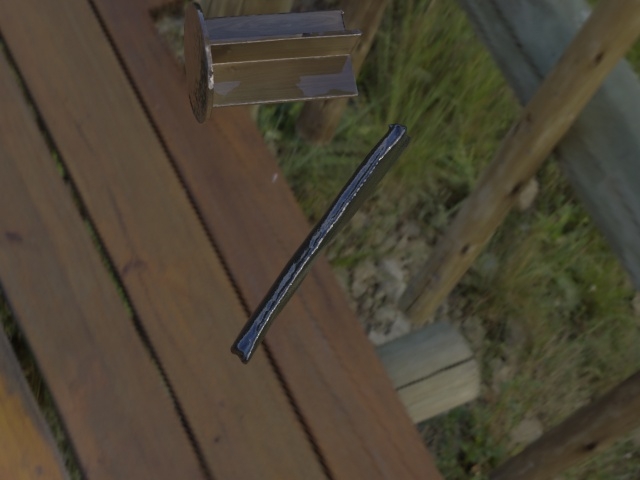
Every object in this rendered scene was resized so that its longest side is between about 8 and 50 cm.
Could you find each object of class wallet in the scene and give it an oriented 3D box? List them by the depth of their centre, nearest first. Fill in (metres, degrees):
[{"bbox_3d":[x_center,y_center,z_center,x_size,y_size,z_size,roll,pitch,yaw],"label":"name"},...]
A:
[{"bbox_3d":[0.001,0.001,1.331,0.030,0.146,0.285,36,92,-1],"label":"wallet"}]

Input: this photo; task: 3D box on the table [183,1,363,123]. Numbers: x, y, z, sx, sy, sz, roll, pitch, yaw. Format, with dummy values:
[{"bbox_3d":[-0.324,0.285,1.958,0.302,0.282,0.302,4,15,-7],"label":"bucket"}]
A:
[{"bbox_3d":[-0.064,-0.253,1.819,0.227,0.167,0.167,-6,69,-16],"label":"table"}]
